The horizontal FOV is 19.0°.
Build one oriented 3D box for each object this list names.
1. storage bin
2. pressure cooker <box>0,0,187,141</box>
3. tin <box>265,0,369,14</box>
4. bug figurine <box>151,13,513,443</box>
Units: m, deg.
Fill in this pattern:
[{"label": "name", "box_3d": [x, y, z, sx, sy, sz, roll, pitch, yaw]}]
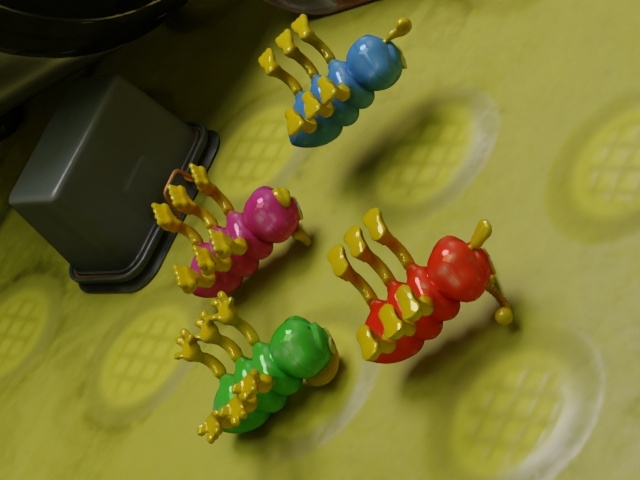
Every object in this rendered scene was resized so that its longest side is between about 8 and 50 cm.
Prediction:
[{"label": "storage bin", "box_3d": [-0.142, -0.044, 1.296, 0.098, 0.091, 0.135, -2, 56, 46]}, {"label": "pressure cooker", "box_3d": [-0.300, -0.256, 1.411, 0.420, 0.375, 0.370, -18, 29, 53]}, {"label": "tin", "box_3d": [0.016, -0.209, 1.274, 0.190, 0.106, 0.040, -11, 49, 40]}, {"label": "bug figurine", "box_3d": [0.000, 0.000, 1.120, 0.216, 0.072, 0.279, -41, 40, 21]}]
